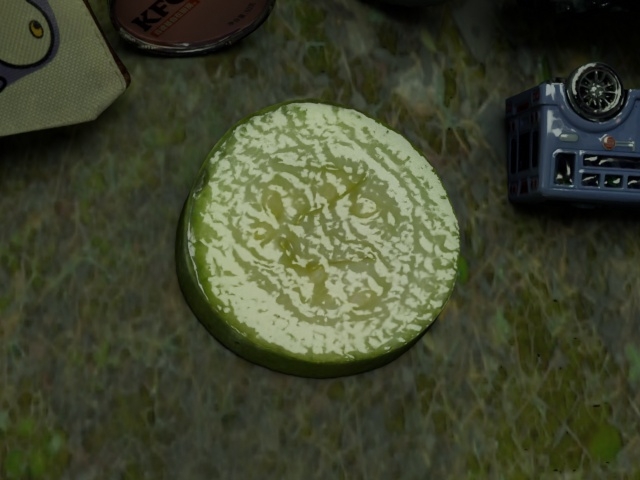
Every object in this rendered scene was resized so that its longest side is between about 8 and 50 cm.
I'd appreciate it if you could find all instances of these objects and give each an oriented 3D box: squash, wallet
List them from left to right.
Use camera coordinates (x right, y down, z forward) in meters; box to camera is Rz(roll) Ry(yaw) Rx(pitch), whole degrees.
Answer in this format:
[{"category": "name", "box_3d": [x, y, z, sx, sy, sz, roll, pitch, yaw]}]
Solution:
[{"category": "wallet", "box_3d": [-0.309, -0.227, 1.282, 0.275, 0.068, 0.335, -32, 96, -39]}, {"category": "squash", "box_3d": [0.000, 0.000, 1.374, 0.252, 0.049, 0.252, 5, 67, -11]}]

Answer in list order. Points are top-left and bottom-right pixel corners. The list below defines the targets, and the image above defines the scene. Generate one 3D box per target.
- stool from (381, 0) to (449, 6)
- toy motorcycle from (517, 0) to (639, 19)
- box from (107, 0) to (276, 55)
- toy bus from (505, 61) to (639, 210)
[{"category": "stool", "box_3d": [0.110, -0.416, 1.450, 0.297, 0.297, 0.330, 31, 68, 1]}, {"category": "toy motorcycle", "box_3d": [0.355, -0.314, 1.491, 0.237, 0.169, 0.410, 19, 46, 28]}, {"category": "box", "box_3d": [-0.123, -0.263, 1.409, 0.151, 0.151, 0.135, -3, 59, -14]}, {"category": "toy bus", "box_3d": [0.324, -0.085, 1.437, 0.292, 0.125, 0.133, 3, 87, -10]}]
